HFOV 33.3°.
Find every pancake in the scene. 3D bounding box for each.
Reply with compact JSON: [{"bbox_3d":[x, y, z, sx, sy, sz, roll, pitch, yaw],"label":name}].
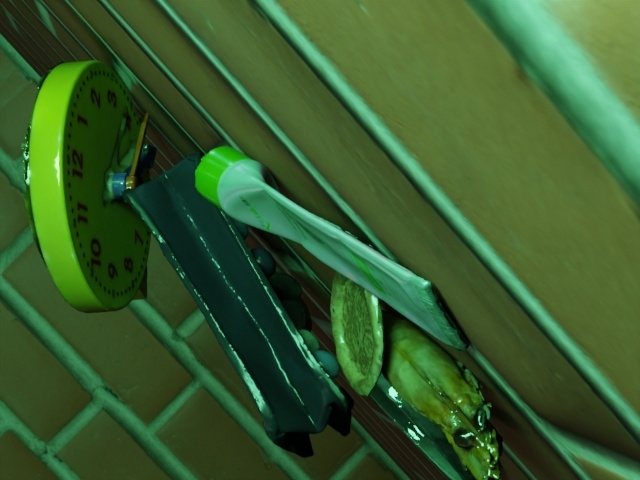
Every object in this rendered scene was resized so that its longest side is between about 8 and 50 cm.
[{"bbox_3d":[0.029,0.069,0.846,0.115,0.011,0.115,173,90,-73],"label":"pancake"}]

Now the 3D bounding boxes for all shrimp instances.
[{"bbox_3d":[0.096,0.125,0.838,0.133,0.053,0.236,56,174,-27],"label":"shrimp"}]

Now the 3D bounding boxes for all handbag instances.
[{"bbox_3d":[-0.073,0.077,1.181,0.326,0.118,0.269,59,175,15],"label":"handbag"}]

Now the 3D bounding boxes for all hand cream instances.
[{"bbox_3d":[0.001,-0.001,0.793,0.079,0.050,0.275,16,-167,-45],"label":"hand cream"}]

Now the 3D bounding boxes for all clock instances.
[{"bbox_3d":[0.099,0.177,1.128,0.215,0.042,0.215,46,173,8],"label":"clock"},{"bbox_3d":[-0.235,-0.059,1.187,0.293,0.071,0.277,8,-102,-79],"label":"clock"}]
